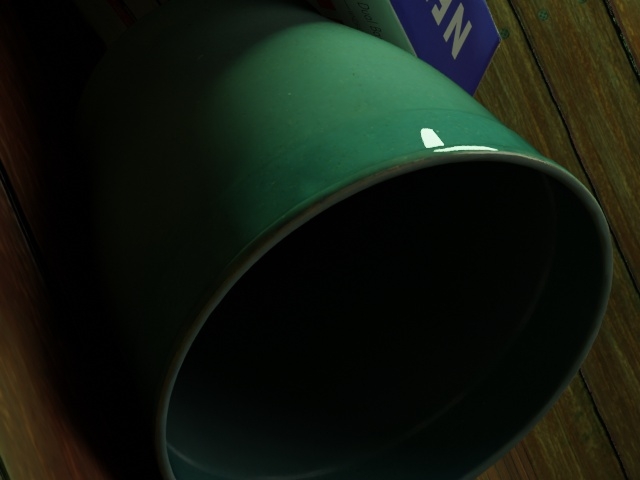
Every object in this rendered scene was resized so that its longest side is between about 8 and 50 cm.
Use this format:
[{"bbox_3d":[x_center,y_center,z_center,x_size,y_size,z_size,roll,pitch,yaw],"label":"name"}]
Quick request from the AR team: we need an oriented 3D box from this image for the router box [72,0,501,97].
[{"bbox_3d":[-0.071,-0.217,1.070,0.082,0.301,0.335,-63,150,-19],"label":"router box"}]

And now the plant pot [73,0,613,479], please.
[{"bbox_3d":[-0.016,-0.009,0.972,0.255,0.272,0.271,53,-3,42],"label":"plant pot"}]
